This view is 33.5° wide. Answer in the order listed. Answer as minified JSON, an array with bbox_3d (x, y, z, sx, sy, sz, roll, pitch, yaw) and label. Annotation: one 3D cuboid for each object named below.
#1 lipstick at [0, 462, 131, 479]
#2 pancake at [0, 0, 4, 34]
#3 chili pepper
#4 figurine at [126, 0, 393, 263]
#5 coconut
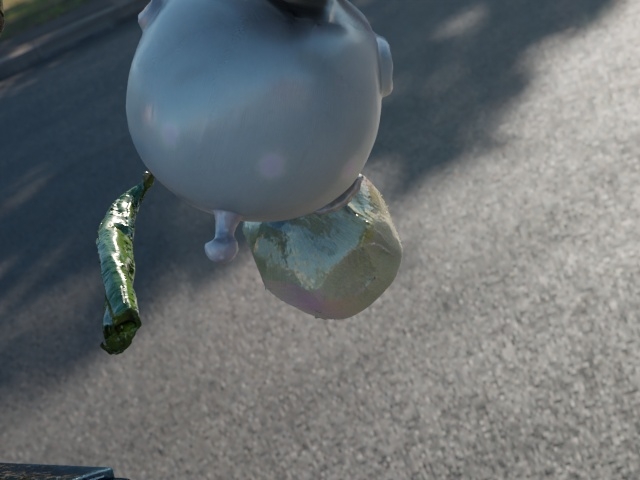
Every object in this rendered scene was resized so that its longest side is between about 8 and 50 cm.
[{"bbox_3d":[-0.062,0.129,0.456,0.312,0.051,0.051,-6,1,33],"label":"lipstick"},{"bbox_3d":[-0.337,-0.184,0.734,0.236,0.222,0.042,-9,65,39],"label":"pancake"},{"bbox_3d":[-0.277,0.015,1.489,0.076,0.085,0.359,12,34,-15],"label":"chili pepper"},{"bbox_3d":[-0.055,-0.180,0.953,0.253,0.361,0.211,23,33,7],"label":"figurine"},{"bbox_3d":[0.002,-0.001,1.577,0.227,0.230,0.227,-9,70,24],"label":"coconut"}]
